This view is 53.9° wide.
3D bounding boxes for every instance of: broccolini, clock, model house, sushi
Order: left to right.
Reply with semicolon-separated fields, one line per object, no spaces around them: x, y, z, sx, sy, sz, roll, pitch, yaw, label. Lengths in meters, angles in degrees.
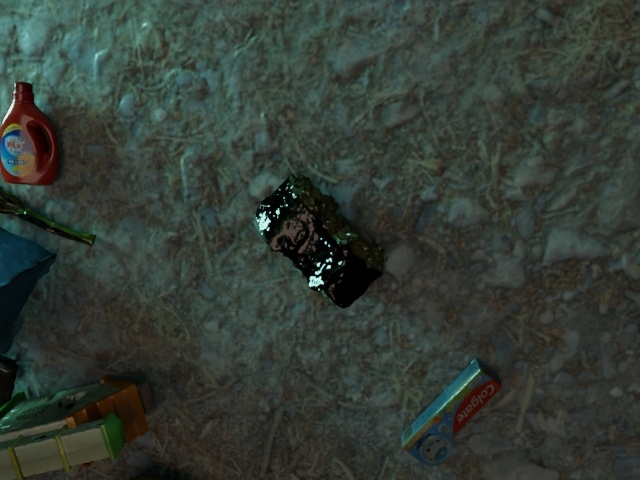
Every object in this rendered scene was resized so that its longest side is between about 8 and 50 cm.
-0.620;0.062;0.992;0.303;0.237;0.216;35;105;-9;model house
-0.493;-0.047;1.069;0.238;0.051;0.054;23;60;0;broccolini
-0.421;0.318;1.056;0.255;0.220;0.106;-13;100;2;clock
0.000;0.000;0.960;0.115;0.147;0.212;-44;90;15;sushi

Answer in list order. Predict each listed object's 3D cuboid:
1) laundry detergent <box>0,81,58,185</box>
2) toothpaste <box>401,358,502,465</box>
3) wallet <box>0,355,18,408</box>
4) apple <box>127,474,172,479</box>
-0.479;-0.175;1.033;0.097;0.049;0.166;4;102;-1;laundry detergent
0.223;0.291;1.049;0.070;0.044;0.193;39;105;-4;toothpaste
-0.667;0.333;1.154;0.168;0.044;0.317;18;111;-11;wallet
-0.305;0.517;1.096;0.188;0.188;0.174;24;109;2;apple
